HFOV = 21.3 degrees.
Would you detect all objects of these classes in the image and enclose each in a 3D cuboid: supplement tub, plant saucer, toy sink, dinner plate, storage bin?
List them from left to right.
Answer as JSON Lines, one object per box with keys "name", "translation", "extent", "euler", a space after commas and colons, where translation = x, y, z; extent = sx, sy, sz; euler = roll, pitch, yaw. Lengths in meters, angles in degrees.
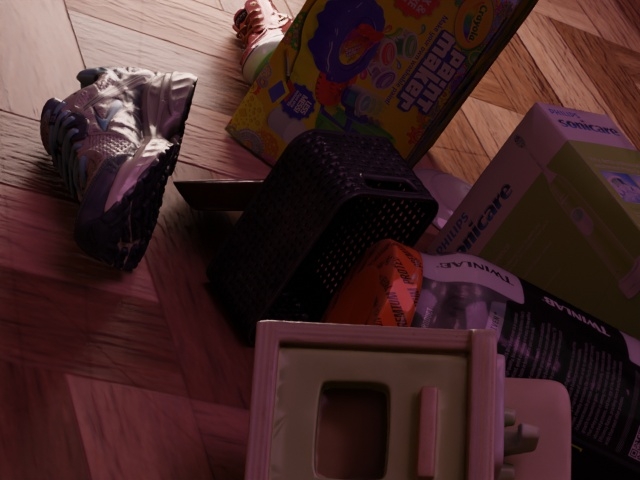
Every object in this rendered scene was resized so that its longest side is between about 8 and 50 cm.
{"name": "plant saucer", "translation": [-0.050, -0.042, 1.552], "extent": [0.169, 0.029, 0.168], "euler": [-1, 2, 0]}
{"name": "storage bin", "translation": [0.000, 0.000, 1.465], "extent": [0.122, 0.180, 0.084], "euler": [4, 40, -44]}
{"name": "toy sink", "translation": [0.067, 0.149, 1.209], "extent": [0.234, 0.131, 0.152], "euler": [4, 68, 2]}
{"name": "dinner plate", "translation": [0.158, -0.036, 1.866], "extent": [0.141, 0.017, 0.141], "euler": [27, 28, -16]}
{"name": "supplement tub", "translation": [0.156, 0.134, 1.415], "extent": [0.316, 0.193, 0.193], "euler": [28, 29, -15]}

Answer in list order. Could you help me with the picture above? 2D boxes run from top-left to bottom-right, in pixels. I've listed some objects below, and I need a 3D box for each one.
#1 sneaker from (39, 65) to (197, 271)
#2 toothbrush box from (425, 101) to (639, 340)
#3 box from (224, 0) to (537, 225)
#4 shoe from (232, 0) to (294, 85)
{"name": "sneaker", "translation": [-0.191, -0.068, 1.480], "extent": [0.122, 0.110, 0.283], "euler": [14, 28, -2]}
{"name": "toothbrush box", "translation": [0.263, 0.036, 1.666], "extent": [0.122, 0.206, 0.283], "euler": [4, 41, -44]}
{"name": "box", "translation": [0.086, -0.211, 1.766], "extent": [0.177, 0.290, 0.279], "euler": [36, 27, 3]}
{"name": "shoe", "translation": [-0.067, -0.221, 1.863], "extent": [0.081, 0.063, 0.178], "euler": [37, 23, 6]}
